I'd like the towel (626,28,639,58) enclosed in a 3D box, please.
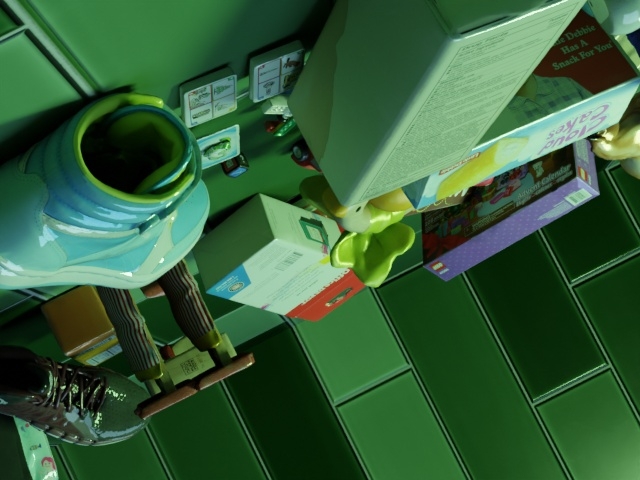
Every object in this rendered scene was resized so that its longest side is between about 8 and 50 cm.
[{"bbox_3d":[0.430,-0.214,1.545,0.228,0.308,0.076,-30,149,22],"label":"towel"}]

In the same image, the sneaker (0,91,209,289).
[{"bbox_3d":[-0.151,-0.046,1.353,0.208,0.127,0.319,-30,172,30],"label":"sneaker"}]

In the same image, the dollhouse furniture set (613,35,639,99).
[{"bbox_3d":[0.363,-0.268,1.808,0.197,0.151,0.301,-46,156,5],"label":"dollhouse furniture set"}]

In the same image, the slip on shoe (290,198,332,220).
[{"bbox_3d":[0.000,0.000,2.281,0.123,0.101,0.331,-28,174,-5],"label":"slip on shoe"}]

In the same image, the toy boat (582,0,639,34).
[{"bbox_3d":[0.301,-0.262,1.355,0.267,0.148,0.318,-33,171,39],"label":"toy boat"}]

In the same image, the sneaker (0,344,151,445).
[{"bbox_3d":[-0.335,0.197,1.965,0.281,0.106,0.162,13,166,-20],"label":"sneaker"}]

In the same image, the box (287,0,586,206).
[{"bbox_3d":[0.090,-0.160,1.293,0.148,0.121,0.311,-22,165,-24],"label":"box"}]

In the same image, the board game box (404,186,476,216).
[{"bbox_3d":[0.170,-0.108,2.133,0.281,0.027,0.145,-14,133,-60],"label":"board game box"}]

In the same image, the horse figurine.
[{"bbox_3d":[0.380,-0.134,1.751,0.174,0.066,0.263,-61,156,-7],"label":"horse figurine"}]

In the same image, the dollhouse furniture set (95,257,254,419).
[{"bbox_3d":[-0.211,0.106,1.959,0.152,0.201,0.374,-26,179,-11],"label":"dollhouse furniture set"}]

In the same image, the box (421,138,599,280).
[{"bbox_3d":[0.273,-0.089,2.285,0.057,0.201,0.293,33,131,-32],"label":"box"}]

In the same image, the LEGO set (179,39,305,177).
[{"bbox_3d":[-0.050,-0.138,1.465,0.182,0.060,0.244,-22,163,-10],"label":"LEGO set"}]

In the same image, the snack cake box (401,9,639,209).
[{"bbox_3d":[0.175,-0.157,1.571,0.264,0.152,0.089,-23,156,-21],"label":"snack cake box"}]

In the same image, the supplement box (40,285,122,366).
[{"bbox_3d":[-0.314,0.117,2.087,0.080,0.078,0.233,-28,173,-7],"label":"supplement box"}]

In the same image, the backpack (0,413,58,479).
[{"bbox_3d":[-0.499,0.297,2.127,0.253,0.225,0.191,-28,168,40],"label":"backpack"}]

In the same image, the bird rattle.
[{"bbox_3d":[0.100,-0.064,1.670,0.253,0.143,0.207,-30,165,12],"label":"bird rattle"}]

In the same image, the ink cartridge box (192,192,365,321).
[{"bbox_3d":[-0.043,0.028,2.067,0.134,0.078,0.231,-37,147,26],"label":"ink cartridge box"}]

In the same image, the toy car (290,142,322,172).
[{"bbox_3d":[0.045,-0.134,1.707,0.239,0.053,0.225,-30,172,20],"label":"toy car"}]
